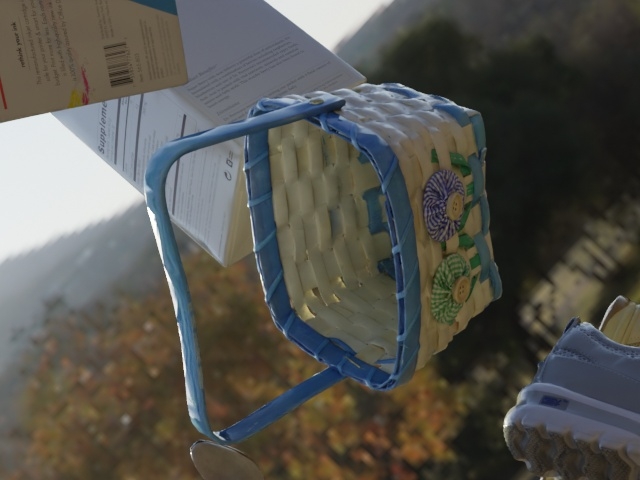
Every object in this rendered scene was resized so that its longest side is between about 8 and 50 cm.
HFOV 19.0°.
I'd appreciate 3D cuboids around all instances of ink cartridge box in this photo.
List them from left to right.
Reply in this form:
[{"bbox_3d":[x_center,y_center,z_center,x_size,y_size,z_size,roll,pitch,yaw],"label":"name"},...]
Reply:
[{"bbox_3d":[-0.187,-0.142,1.267,0.181,0.104,0.061,-12,27,-9],"label":"ink cartridge box"}]

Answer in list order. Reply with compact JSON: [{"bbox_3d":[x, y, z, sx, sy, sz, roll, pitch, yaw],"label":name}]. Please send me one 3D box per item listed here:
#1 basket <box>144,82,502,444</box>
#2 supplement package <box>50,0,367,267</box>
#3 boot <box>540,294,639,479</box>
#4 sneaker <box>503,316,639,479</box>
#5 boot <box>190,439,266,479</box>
[{"bbox_3d":[0.000,0.000,1.533,0.289,0.255,0.201,-24,30,-27],"label":"basket"},{"bbox_3d":[-0.124,-0.149,1.985,0.177,0.293,0.175,-31,-31,-33],"label":"supplement package"},{"bbox_3d":[0.303,0.203,1.672,0.095,0.203,0.262,37,-106,-81],"label":"boot"},{"bbox_3d":[0.261,0.113,1.194,0.105,0.281,0.115,80,-150,-57],"label":"sneaker"},{"bbox_3d":[-0.061,0.225,1.622,0.042,0.118,0.087,-48,18,14],"label":"boot"}]
